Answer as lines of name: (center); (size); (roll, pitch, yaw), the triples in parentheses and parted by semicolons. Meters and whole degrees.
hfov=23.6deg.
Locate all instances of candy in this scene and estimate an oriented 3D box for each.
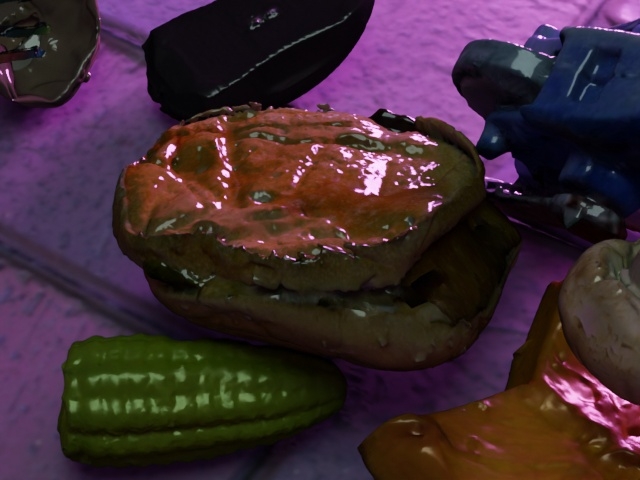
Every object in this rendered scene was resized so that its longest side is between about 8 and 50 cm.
candy: (-0.085, 0.111, 1.099); (0.209, 0.096, 0.096); (-3, 50, -7)

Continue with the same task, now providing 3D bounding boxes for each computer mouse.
computer mouse: (-0.050, -0.170, 1.340); (0.217, 0.073, 0.122); (-28, 53, -13)

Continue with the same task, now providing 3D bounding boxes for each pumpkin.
pumpkin: (0.213, 0.158, 1.048); (0.290, 0.095, 0.258); (32, 50, 24)

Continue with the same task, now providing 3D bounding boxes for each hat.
hat: (-0.266, -0.187, 1.372); (0.175, 0.085, 0.147); (21, 63, 46)

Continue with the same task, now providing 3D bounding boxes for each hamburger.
hamburger: (0.000, -0.001, 1.135); (0.285, 0.134, 0.265); (10, 36, 21)

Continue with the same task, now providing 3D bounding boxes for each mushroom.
mushroom: (0.230, 0.049, 1.019); (0.148, 0.112, 0.148); (9, 28, -5)

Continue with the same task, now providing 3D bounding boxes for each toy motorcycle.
toy motorcycle: (0.260, -0.082, 1.139); (0.241, 0.182, 0.319); (5, 7, -43)

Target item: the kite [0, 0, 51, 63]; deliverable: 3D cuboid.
kite: (-0.337, -0.167, 1.314); (0.285, 0.015, 0.152); (-8, 48, 24)
